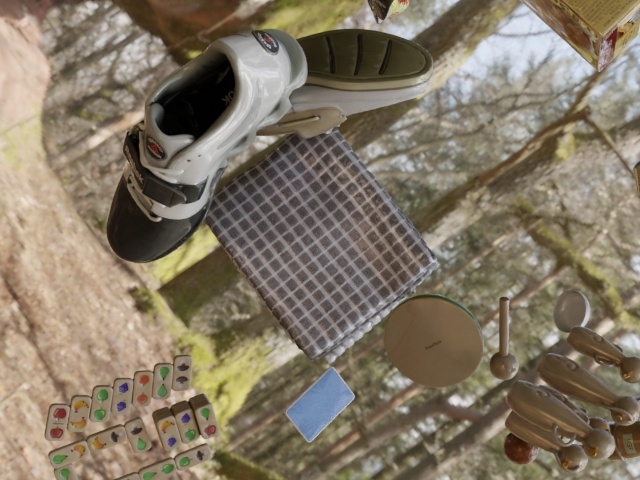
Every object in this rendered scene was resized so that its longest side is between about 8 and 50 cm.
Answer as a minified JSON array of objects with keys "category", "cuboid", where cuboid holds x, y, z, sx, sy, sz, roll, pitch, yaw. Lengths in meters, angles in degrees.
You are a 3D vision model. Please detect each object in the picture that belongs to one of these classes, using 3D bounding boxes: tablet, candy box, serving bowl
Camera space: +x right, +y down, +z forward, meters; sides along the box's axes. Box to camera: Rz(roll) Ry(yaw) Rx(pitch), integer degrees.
[{"category":"tablet","cuboid":[0.000,0.200,1.032,0.054,0.083,0.006,55,-21,-17]},{"category":"candy box","cuboid":[0.334,-0.406,1.264,0.316,0.087,0.183,47,9,15]},{"category":"serving bowl","cuboid":[0.478,0.135,1.595,0.027,0.083,0.083,13,17,-27]}]

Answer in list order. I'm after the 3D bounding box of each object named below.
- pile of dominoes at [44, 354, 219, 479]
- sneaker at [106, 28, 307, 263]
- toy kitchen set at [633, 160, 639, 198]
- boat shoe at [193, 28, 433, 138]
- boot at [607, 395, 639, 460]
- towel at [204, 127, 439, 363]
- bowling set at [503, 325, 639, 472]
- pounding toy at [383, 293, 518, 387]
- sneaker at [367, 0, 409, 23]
[{"category":"pile of dominoes","cuboid":[-0.283,0.298,1.277,0.040,0.251,0.195,-143,-143,-61]},{"category":"sneaker","cuboid":[-0.163,-0.100,0.919,0.122,0.330,0.146,45,24,13]},{"category":"toy kitchen set","cuboid":[0.707,-0.136,1.606,0.166,0.207,0.122,38,47,-57]},{"category":"boat shoe","cuboid":[-0.009,-0.192,1.072,0.103,0.302,0.113,79,15,-47]},{"category":"boot","cuboid":[0.631,0.308,1.391,0.236,0.270,0.089,-17,91,-53]},{"category":"towel","cuboid":[0.000,0.000,1.172,0.283,0.235,0.121,51,-6,6]},{"category":"bowling set","cuboid":[0.373,0.271,1.252,0.154,0.287,0.199,31,-54,27]},{"category":"pounding toy","cuboid":[0.243,0.165,1.559,0.110,0.237,0.182,-49,133,-62]},{"category":"sneaker","cuboid":[0.162,-0.555,1.936,0.208,0.094,0.081,-94,161,-79]}]
